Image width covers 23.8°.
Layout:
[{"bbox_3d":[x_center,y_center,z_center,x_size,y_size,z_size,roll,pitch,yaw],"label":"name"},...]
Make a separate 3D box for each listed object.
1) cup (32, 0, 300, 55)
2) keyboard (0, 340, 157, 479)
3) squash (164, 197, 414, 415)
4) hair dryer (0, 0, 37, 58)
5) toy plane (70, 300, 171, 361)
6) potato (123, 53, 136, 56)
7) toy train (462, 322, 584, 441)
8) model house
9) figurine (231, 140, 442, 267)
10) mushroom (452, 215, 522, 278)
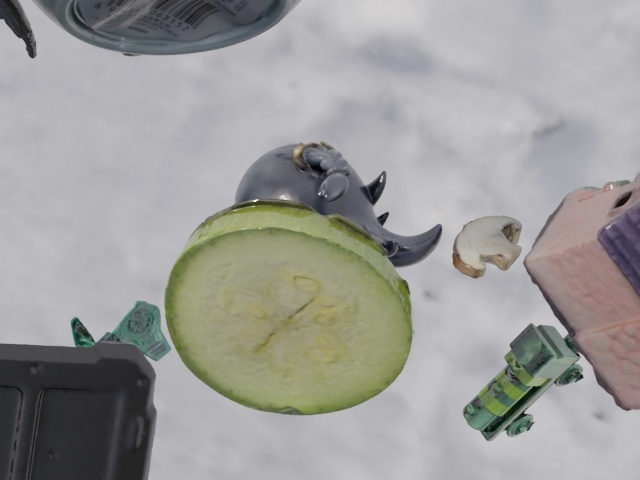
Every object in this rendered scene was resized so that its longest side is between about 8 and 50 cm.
[{"bbox_3d":[-0.099,-0.284,0.933,0.205,0.312,0.205,-7,165,-2],"label":"cup"},{"bbox_3d":[-0.125,0.164,0.564,0.106,0.262,0.016,5,-173,-30],"label":"keyboard"},{"bbox_3d":[-0.027,0.067,1.299,0.219,0.041,0.219,6,126,9],"label":"squash"},{"bbox_3d":[-0.430,-0.292,1.921,0.195,0.075,0.219,-26,139,9],"label":"hair dryer"},{"bbox_3d":[-0.196,0.123,1.056,0.060,0.235,0.096,20,148,48],"label":"toy plane"},{"bbox_3d":[-0.171,-0.192,1.292,0.092,0.045,0.046,-118,34,-41],"label":"potato"},{"bbox_3d":[0.278,0.201,2.131,0.132,0.200,0.083,12,-145,-50],"label":"toy train"},{"bbox_3d":[0.397,0.029,1.652,0.237,0.202,0.237,-22,106,52],"label":"model house"},{"bbox_3d":[0.001,-0.006,1.703,0.175,0.197,0.265,24,178,-43],"label":"figurine"},{"bbox_3d":[0.125,0.005,1.146,0.049,0.101,0.019,22,119,20],"label":"mushroom"}]
